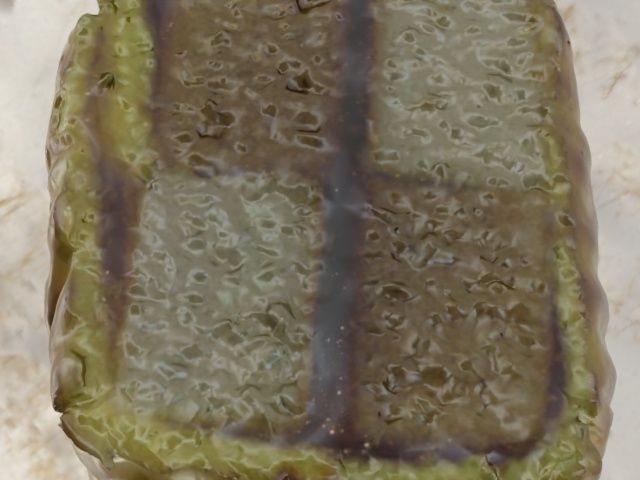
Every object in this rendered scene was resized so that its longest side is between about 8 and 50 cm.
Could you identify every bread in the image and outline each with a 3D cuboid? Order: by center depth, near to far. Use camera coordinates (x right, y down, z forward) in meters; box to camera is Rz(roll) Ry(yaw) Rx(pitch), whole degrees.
[{"bbox_3d":[0.000,0.000,0.400,0.181,0.222,0.096,0,150,-1],"label":"bread"}]
